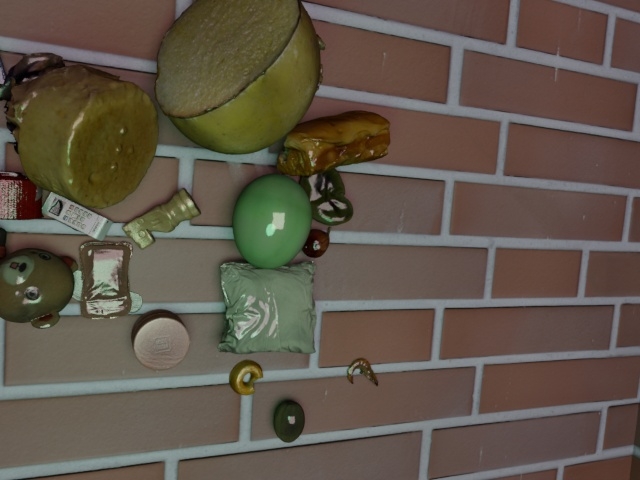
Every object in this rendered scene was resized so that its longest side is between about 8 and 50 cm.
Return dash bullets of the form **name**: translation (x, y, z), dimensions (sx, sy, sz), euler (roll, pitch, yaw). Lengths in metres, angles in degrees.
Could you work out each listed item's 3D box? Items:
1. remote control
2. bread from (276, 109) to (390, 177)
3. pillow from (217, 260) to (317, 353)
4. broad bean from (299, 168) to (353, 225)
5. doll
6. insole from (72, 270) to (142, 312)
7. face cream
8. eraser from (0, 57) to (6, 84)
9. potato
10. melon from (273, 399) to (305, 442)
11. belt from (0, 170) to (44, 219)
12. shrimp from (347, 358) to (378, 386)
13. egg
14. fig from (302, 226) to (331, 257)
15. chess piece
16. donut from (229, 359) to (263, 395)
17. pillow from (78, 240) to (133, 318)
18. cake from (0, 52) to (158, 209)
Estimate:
- **remote control**: translation (-0.636, -0.061, 1.416), dimensions (0.166, 0.029, 0.065), euler (29, 86, -18)
- **bread**: translation (0.040, -0.284, 1.551), dimensions (0.344, 0.195, 0.148), euler (-20, 109, -37)
- **pillow**: translation (-0.152, 0.192, 1.589), dimensions (0.310, 0.138, 0.283), euler (5, 86, -25)
- **broad bean**: translation (0.014, -0.137, 1.661), dimensions (0.153, 0.072, 0.206), euler (-33, 95, -19)
- **doll**: translation (-0.771, 0.100, 1.303), dimensions (0.330, 0.234, 0.174), euler (13, 134, -16)
- **insole**: translation (-0.598, 0.143, 1.469), dimensions (0.232, 0.003, 0.080), euler (25, 87, -23)
- **face cream**: translation (-0.442, 0.272, 1.493), dimensions (0.149, 0.104, 0.149), euler (-3, 97, -22)
- **eraser**: translation (-0.815, -0.452, 1.292), dimensions (0.082, 0.036, 0.224), euler (-17, 102, -20)
- **potato**: translation (-0.191, -0.420, 1.416), dimensions (0.442, 0.385, 0.319), euler (-47, 146, -4)
- **melon**: translation (-0.098, 0.560, 1.673), dimensions (0.098, 0.098, 0.130), euler (6, 97, -23)
- **belt**: translation (-0.776, -0.112, 1.299), dimensions (0.201, 0.128, 0.124), euler (2, 96, -21)
- **shrimp**: translation (0.144, 0.453, 1.798), dimensions (0.091, 0.025, 0.127), euler (-45, 106, -12)
- **egg**: translation (-0.135, -0.053, 1.518), dimensions (0.221, 0.220, 0.269), euler (6, 95, -23)
- **fig**: translation (0.000, 0.000, 1.665), dimensions (0.125, 0.089, 0.088), euler (-27, 107, -39)
- **chess piece**: translation (-0.434, -0.058, 1.480), dimensions (0.201, 0.090, 0.090), euler (-32, 107, -5)
- **donut**: translation (-0.224, 0.417, 1.636), dimensions (0.097, 0.043, 0.108), euler (28, 81, -23)
- **pillow**: translation (-0.577, 0.107, 1.455), dimensions (0.136, 0.034, 0.210), euler (1, 94, -27)
- **cake**: translation (-0.606, -0.270, 1.298), dimensions (0.321, 0.332, 0.332), euler (24, 86, 15)
